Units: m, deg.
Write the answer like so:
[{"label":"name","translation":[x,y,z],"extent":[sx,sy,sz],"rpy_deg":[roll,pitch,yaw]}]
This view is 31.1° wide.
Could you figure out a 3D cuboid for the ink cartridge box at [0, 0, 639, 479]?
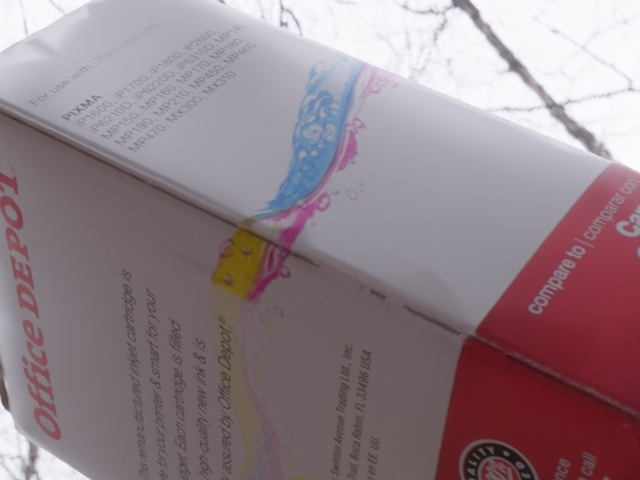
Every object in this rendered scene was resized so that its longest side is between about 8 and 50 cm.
[{"label":"ink cartridge box","translation":[0.004,0.047,0.496],"extent":[0.131,0.306,0.226],"rpy_deg":[-42,-31,-39]}]
